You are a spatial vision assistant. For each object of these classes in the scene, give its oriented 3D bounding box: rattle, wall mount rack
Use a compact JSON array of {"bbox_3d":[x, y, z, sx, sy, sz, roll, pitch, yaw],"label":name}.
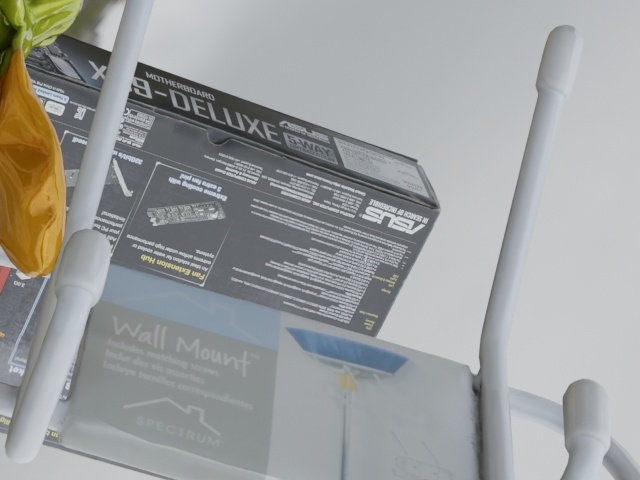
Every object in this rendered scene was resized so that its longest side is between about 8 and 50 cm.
[{"bbox_3d":[-0.187,-0.081,0.729,0.130,0.199,0.143,-2,-109,43],"label":"rattle"},{"bbox_3d":[0.000,0.000,0.844,0.304,0.350,0.130,-87,-163,-56],"label":"wall mount rack"}]

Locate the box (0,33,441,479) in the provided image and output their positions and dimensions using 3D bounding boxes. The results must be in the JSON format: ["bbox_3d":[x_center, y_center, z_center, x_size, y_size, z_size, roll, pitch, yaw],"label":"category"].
[{"bbox_3d":[-0.113,0.020,1.232,0.242,0.307,0.076,-64,-159,22],"label":"box"}]
